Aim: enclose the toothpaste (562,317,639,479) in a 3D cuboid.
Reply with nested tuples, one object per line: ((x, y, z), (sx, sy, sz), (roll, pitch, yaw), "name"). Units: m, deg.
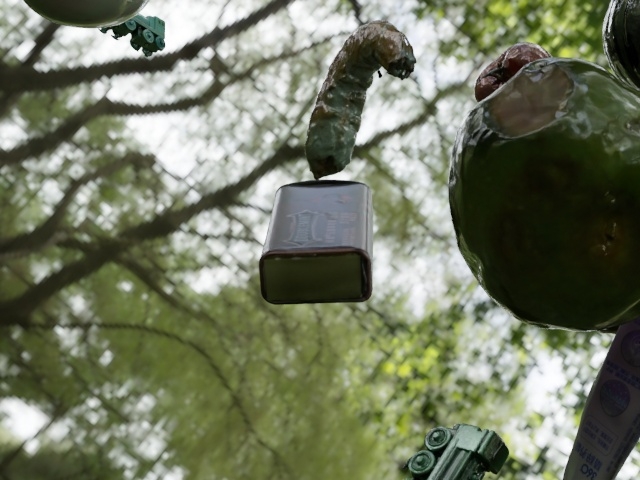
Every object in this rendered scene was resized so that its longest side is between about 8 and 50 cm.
((0.292, 0.125, 1.165), (0.048, 0.301, 0.075), (15, 15, -39), "toothpaste")

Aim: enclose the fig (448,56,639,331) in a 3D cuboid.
((0.190, -0.057, 1.022), (0.206, 0.206, 0.275), (46, 12, -20), "fig")

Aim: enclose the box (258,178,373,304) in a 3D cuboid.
((0.000, 0.000, 1.383), (0.120, 0.224, 0.069), (-1, -69, 4), "box")

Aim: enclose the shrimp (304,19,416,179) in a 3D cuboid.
((0.043, -0.135, 1.233), (0.049, 0.161, 0.166), (17, -5, -26), "shrimp")

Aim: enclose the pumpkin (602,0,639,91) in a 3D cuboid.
((0.468, -0.256, 1.517), (0.249, 0.216, 0.250), (23, 0, 0), "pumpkin")

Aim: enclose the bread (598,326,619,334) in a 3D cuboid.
((0.410, 0.059, 1.428), (0.380, 0.109, 0.185), (16, -48, -9), "bread")

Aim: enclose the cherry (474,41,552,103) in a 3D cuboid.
((0.244, -0.184, 1.560), (0.106, 0.087, 0.126), (-16, -48, 14), "cherry")

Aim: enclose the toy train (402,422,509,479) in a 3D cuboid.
((0.170, 0.321, 1.710), (0.111, 0.170, 0.071), (6, -39, 46), "toy train")

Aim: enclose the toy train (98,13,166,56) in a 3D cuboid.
((-0.196, -0.226, 1.324), (0.029, 0.045, 0.092), (-21, -31, 33), "toy train")

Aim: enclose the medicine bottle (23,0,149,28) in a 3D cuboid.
((-0.185, -0.340, 1.009), (0.130, 0.130, 0.341), (19, -68, 38), "medicine bottle")
